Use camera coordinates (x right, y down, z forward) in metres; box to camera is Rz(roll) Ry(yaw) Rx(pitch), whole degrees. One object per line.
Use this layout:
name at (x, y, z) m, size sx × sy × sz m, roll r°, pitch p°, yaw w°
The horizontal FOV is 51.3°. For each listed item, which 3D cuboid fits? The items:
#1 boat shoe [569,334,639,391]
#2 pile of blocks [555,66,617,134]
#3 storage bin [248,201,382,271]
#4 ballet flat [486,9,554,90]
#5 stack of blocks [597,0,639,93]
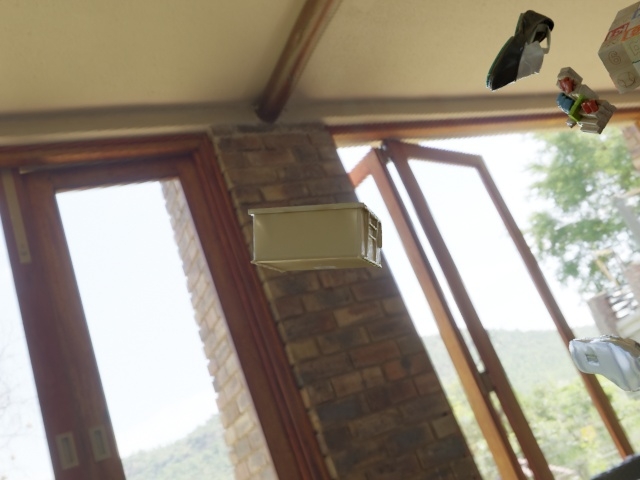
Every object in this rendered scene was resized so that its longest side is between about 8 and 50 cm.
boat shoe at (0.564, 0.215, 1.254) m, size 0.084 × 0.095 × 0.258 m, roll -15°, pitch 4°, yaw -6°
pile of blocks at (0.886, -0.498, 2.344) m, size 0.113 × 0.362 × 0.149 m, roll 30°, pitch -63°, yaw -26°
storage bin at (0.000, 0.000, 1.561) m, size 0.262 × 0.123 × 0.260 m, roll -4°, pitch -8°, yaw 14°
ballet flat at (0.458, -0.428, 1.490) m, size 0.280 × 0.096 × 0.095 m, roll -58°, pitch -24°, yaw -31°
stack of blocks at (0.622, -0.367, 1.072) m, size 0.297 × 0.087 × 0.171 m, roll -19°, pitch 26°, yaw 48°
